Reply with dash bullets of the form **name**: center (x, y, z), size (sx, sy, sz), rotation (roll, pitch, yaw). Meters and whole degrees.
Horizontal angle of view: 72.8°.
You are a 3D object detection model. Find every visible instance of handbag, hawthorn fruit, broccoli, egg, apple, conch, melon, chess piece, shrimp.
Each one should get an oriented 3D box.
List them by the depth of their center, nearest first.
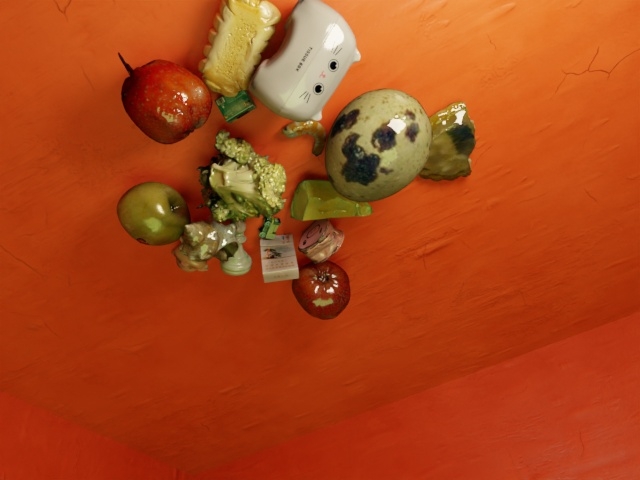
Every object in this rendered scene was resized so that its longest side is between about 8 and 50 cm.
- **hawthorn fruit**: center (-0.491, -0.454, 1.331), size (0.254, 0.254, 0.300), rotation (-30, 118, 16)
- **egg**: center (0.187, -0.318, 1.507), size (0.344, 0.345, 0.428), rotation (20, 141, -26)
- **broccoli**: center (-0.291, -0.190, 1.512), size (0.293, 0.347, 0.281), rotation (-56, 162, 8)
- **shrimp**: center (-0.058, -0.376, 1.612), size (0.161, 0.049, 0.166), rotation (-13, 140, -1)
- **apple**: center (-0.613, -0.101, 1.614), size (0.193, 0.261, 0.261), rotation (-24, 132, 21)
- **conch**: center (-0.409, -0.008, 1.637), size (0.203, 0.170, 0.386), rotation (-14, 175, 9)
- **melon**: center (0.051, -0.149, 1.781), size (0.323, 0.124, 0.196), rotation (2, 136, -21)
- **chess piece**: center (-0.358, 0.005, 1.856), size (0.139, 0.139, 0.272), rotation (1, 119, -12)
- **handbag**: center (-0.001, -0.001, 1.869), size (0.205, 0.179, 0.116), rotation (-34, 121, 31)
- **hawthorn fruit**: center (0.015, 0.236, 2.031), size (0.275, 0.276, 0.300), rotation (-21, 142, 8)

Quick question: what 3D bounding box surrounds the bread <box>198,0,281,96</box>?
- **bread**: center (-0.258, -0.594, 1.319), size (0.172, 0.121, 0.311), rotation (23, 124, -23)

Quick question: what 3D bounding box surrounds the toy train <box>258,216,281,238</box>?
- **toy train**: center (-0.220, -0.055, 1.861), size (0.081, 0.050, 0.122), rotation (11, 128, -25)

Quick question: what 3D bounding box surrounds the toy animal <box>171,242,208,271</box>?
- **toy animal**: center (-0.527, 0.033, 1.814), size (0.166, 0.154, 0.250), rotation (45, 131, 4)

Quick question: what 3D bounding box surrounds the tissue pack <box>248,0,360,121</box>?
- **tissue pack**: center (-0.044, -0.525, 1.313), size (0.235, 0.229, 0.333), rotation (32, 103, -17)

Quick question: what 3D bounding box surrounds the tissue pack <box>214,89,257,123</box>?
- **tissue pack**: center (-0.282, -0.460, 1.471), size (0.111, 0.079, 0.085), rotation (-28, 95, 12)

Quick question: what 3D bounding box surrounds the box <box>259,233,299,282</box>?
- **box**: center (-0.179, 0.071, 1.856), size (0.149, 0.233, 0.067), rotation (-5, 130, -8)

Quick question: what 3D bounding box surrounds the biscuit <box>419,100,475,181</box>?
- **biscuit**: center (0.506, -0.360, 1.710), size (0.335, 0.078, 0.329), rotation (26, 126, -27)
